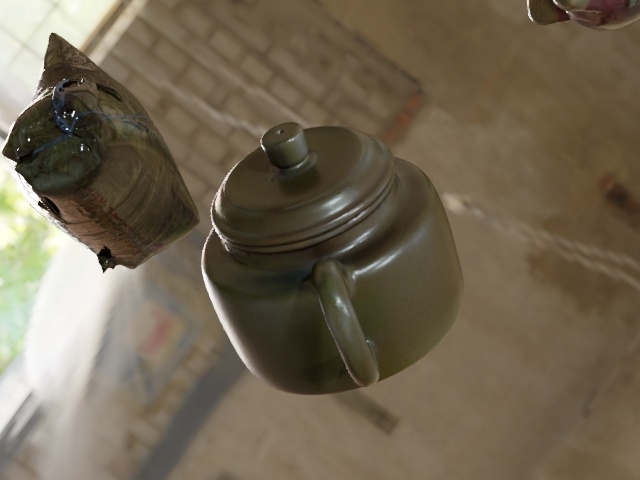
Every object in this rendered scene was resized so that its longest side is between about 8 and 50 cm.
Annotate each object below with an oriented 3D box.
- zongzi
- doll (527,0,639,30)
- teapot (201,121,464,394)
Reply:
[{"bbox_3d":[-0.377,-0.200,2.355,0.432,0.208,0.403,63,5,21],"label":"zongzi"},{"bbox_3d":[0.305,-0.365,1.811,0.152,0.256,0.196,8,1,-39],"label":"doll"},{"bbox_3d":[0.000,0.000,1.186,0.268,0.185,0.175,-108,175,-59],"label":"teapot"}]
